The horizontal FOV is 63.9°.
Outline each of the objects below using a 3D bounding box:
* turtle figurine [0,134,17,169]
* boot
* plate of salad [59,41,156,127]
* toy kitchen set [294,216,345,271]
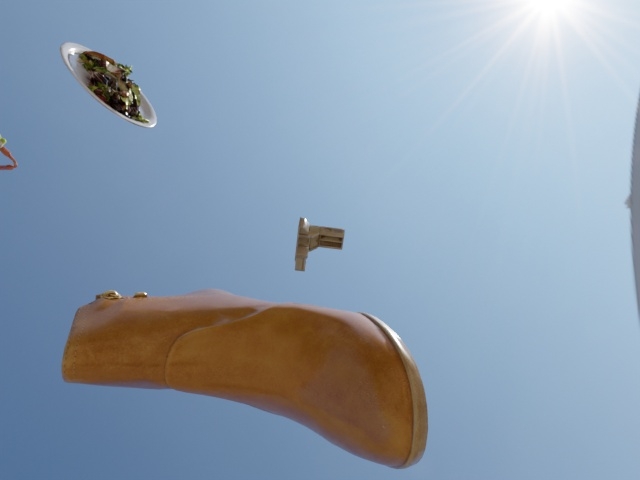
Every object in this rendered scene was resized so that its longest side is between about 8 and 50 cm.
[{"bbox_3d":[-0.635,-0.175,0.786,0.270,0.217,0.087,6,-133,-3],"label":"turtle figurine"},{"bbox_3d":[-0.079,0.096,0.388,0.211,0.295,0.104,3,-87,-23],"label":"boot"},{"bbox_3d":[-0.372,-0.287,0.929,0.048,0.200,0.200,-40,-79,14],"label":"plate of salad"},{"bbox_3d":[0.000,0.000,0.819,0.075,0.068,0.083,7,-143,1],"label":"toy kitchen set"}]
